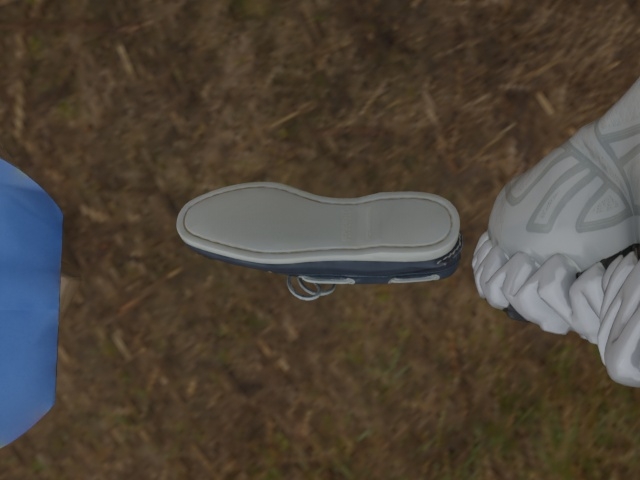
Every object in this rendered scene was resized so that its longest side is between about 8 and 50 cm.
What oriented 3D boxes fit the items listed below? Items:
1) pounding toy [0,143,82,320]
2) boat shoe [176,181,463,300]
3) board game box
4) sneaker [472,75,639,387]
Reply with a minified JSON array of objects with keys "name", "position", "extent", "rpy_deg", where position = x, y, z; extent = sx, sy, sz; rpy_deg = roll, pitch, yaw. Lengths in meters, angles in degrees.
[{"name":"pounding toy","position":[-0.225,-0.033,1.039],"extent":[0.206,0.181,0.094],"rpy_deg":[28,94,-26]},{"name":"boat shoe","position":[0.000,0.000,1.538],"extent":[0.255,0.095,0.079],"rpy_deg":[-2,144,4]},{"name":"board game box","position":[-0.203,0.032,0.887],"extent":[0.133,0.033,0.168],"rpy_deg":[2,94,-11]},{"name":"sneaker","position":[0.129,-0.012,0.590],"extent":[0.110,0.292,0.118],"rpy_deg":[11,93,-10]}]
